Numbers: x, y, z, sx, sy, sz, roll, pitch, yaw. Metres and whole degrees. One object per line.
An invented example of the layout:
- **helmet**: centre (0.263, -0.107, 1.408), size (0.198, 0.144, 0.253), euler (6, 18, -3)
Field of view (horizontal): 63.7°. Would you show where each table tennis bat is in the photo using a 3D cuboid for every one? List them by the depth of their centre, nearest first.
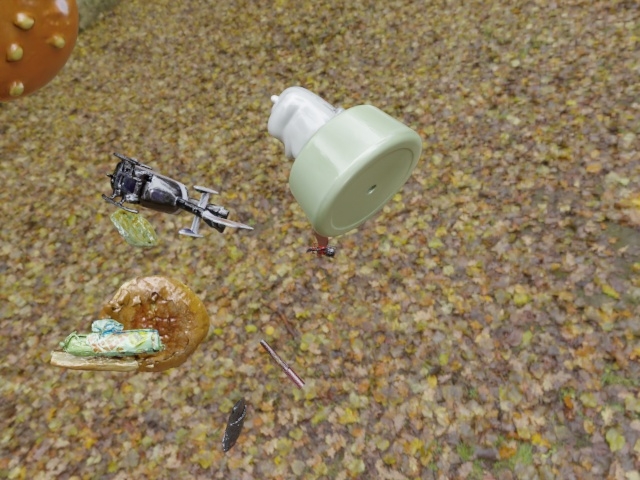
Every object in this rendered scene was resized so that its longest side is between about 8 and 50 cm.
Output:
- **table tennis bat**: centre (0.000, 0.000, 1.844), size (0.019, 0.154, 0.098), euler (-18, 48, -23)

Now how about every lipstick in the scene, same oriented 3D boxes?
- **lipstick**: centre (-0.112, 0.355, 1.482), size (0.027, 0.027, 0.176), euler (-41, 82, -22)

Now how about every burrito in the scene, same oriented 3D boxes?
- **burrito**: centre (-0.576, 0.270, 1.435), size (0.289, 0.054, 0.104), euler (-3, 79, 3)

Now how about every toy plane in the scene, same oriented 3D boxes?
- **toy plane**: centre (-0.158, -0.047, 0.532), size (0.197, 0.078, 0.053), euler (22, 97, 34)
- **toy plane**: centre (0.001, 0.030, 1.591), size (0.060, 0.037, 0.145), euler (7, 2, -38)

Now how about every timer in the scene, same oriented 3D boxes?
- **timer**: centre (0.009, -0.210, 1.121), size (0.291, 0.290, 0.315), euler (-36, 69, -18)

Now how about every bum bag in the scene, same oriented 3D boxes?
- **bum bag**: centre (-0.175, 0.377, 1.060), size (0.034, 0.124, 0.058), euler (21, 23, 8)

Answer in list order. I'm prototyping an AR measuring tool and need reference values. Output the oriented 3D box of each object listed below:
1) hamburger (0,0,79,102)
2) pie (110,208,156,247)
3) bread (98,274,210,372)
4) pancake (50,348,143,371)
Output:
- **hamburger**: centre (-0.746, -0.507, 1.157), size (0.278, 0.395, 0.396), euler (36, 62, 17)
- **pie**: centre (-0.689, -0.043, 1.903), size (0.041, 0.187, 0.186), euler (-42, 38, 17)
- **bread**: centre (-0.596, 0.288, 1.846), size (0.336, 0.358, 0.204), euler (-52, 23, -5)
- **pancake**: centre (-0.677, 0.361, 1.581), size (0.266, 0.244, 0.057), euler (8, 84, -13)
